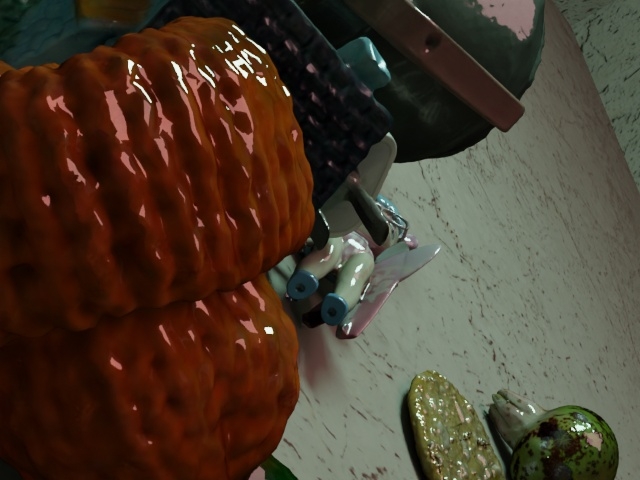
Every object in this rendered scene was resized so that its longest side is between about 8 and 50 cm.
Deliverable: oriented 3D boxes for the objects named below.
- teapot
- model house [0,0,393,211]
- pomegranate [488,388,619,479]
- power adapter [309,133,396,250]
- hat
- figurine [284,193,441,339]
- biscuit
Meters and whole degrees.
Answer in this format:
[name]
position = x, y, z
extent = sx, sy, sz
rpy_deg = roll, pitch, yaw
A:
[teapot]
position = 0.070, -0.254, 1.844
extent = 0.361, 0.305, 0.376
rpy_deg = 31, 13, -42
[model house]
position = -0.095, -0.149, 1.337
extent = 0.261, 0.241, 0.226
rpy_deg = 45, 26, -40
[pomegranate]
position = 0.265, 0.248, 1.957
extent = 0.138, 0.163, 0.126
rpy_deg = -21, 122, -57
[power adapter]
position = -0.010, -0.066, 1.512
extent = 0.130, 0.125, 0.205
rpy_deg = 1, 40, -32
[hat]
position = -0.135, 0.071, 1.018
extent = 0.285, 0.285, 0.400
rpy_deg = -41, 128, -72
[figurine]
position = 0.001, 0.013, 1.617
extent = 0.205, 0.103, 0.260
rpy_deg = 25, 22, 4
[biscuit]
position = 0.150, 0.236, 1.759
extent = 0.220, 0.033, 0.220
rpy_deg = 51, 22, -30
